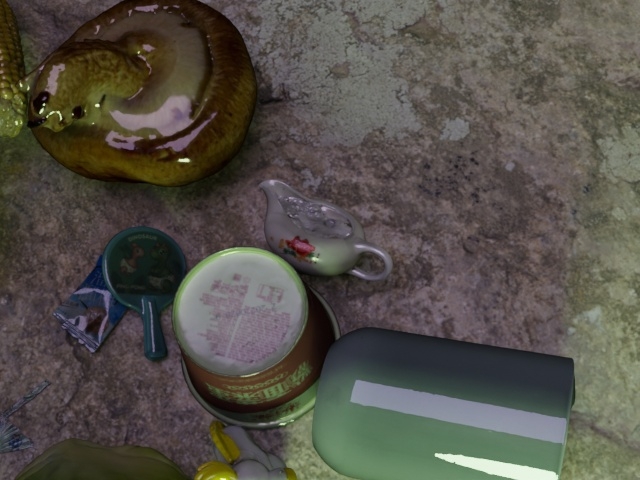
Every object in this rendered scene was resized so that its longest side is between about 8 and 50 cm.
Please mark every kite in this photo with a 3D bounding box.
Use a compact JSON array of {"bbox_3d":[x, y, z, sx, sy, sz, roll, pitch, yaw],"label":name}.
[{"bbox_3d":[-0.451,0.246,1.509,0.137,0.005,0.152,37,75,17],"label":"kite"}]

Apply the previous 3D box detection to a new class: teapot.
[{"bbox_3d":[0.000,0.000,1.508,0.226,0.092,0.145,26,36,14],"label":"teapot"}]

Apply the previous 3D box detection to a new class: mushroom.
[{"bbox_3d":[-0.258,-0.220,1.543,0.346,0.259,0.345,-4,64,8],"label":"mushroom"}]

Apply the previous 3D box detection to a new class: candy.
[{"bbox_3d":[-0.321,0.087,1.545,0.088,0.038,0.136,35,73,7],"label":"candy"}]

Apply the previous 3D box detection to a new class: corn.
[{"bbox_3d":[-0.527,-0.292,1.646,0.130,0.130,0.347,-22,51,-4],"label":"corn"}]

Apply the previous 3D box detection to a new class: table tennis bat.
[{"bbox_3d":[-0.249,0.075,1.532,0.124,0.033,0.201,-3,72,-24],"label":"table tennis bat"}]

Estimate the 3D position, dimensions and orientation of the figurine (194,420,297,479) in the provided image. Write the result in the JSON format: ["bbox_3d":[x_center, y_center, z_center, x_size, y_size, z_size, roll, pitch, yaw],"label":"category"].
[{"bbox_3d":[-0.096,0.296,1.382,0.130,0.178,0.109,38,102,-11],"label":"figurine"}]

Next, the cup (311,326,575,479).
[{"bbox_3d":[0.156,0.223,1.352,0.312,0.205,0.205,10,69,10],"label":"cup"}]

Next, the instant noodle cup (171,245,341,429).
[{"bbox_3d":[-0.095,0.123,1.432,0.235,0.178,0.234,-3,68,6],"label":"instant noodle cup"}]

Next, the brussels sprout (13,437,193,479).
[{"bbox_3d":[-0.269,0.413,1.293,0.344,0.268,0.344,11,28,-6],"label":"brussels sprout"}]
